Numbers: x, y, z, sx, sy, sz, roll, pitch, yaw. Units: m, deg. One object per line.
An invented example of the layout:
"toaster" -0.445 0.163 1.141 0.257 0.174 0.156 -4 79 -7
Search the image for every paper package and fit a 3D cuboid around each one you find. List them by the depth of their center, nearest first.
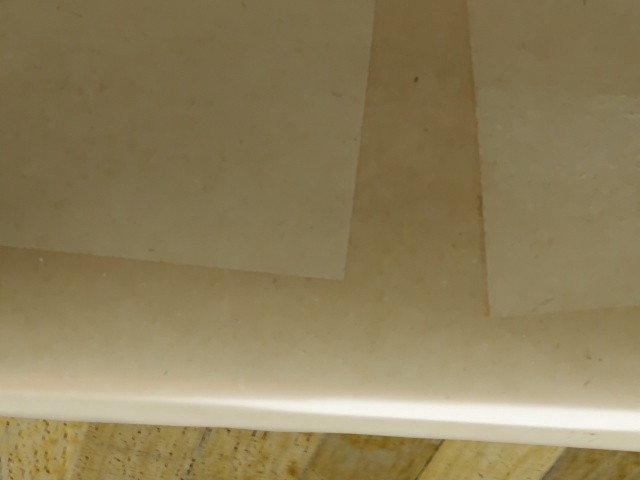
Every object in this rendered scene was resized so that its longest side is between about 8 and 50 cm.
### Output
"paper package" 0.017 -0.025 0.591 0.325 0.168 0.309 3 176 -6
